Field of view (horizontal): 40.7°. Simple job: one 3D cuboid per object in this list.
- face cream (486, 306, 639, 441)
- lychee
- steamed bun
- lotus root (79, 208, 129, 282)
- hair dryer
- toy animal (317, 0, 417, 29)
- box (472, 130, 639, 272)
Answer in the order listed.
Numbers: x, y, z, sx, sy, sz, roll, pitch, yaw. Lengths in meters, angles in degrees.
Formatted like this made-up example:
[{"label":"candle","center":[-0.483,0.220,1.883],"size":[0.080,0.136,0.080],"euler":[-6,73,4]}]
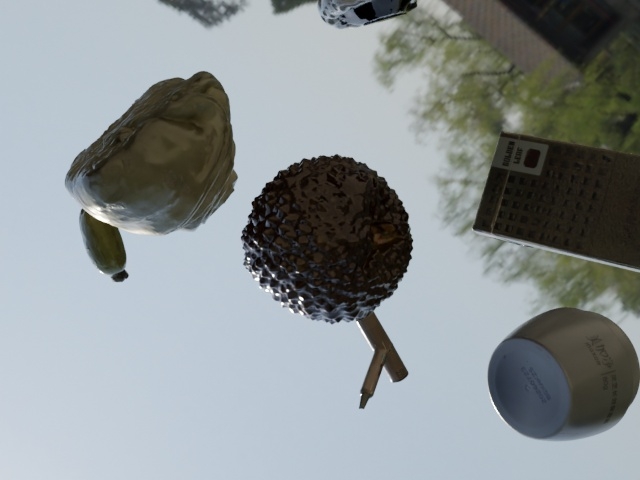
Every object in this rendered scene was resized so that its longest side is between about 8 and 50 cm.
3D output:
[{"label":"face cream","center":[0.215,0.120,0.768],"size":[0.104,0.117,0.117],"euler":[-8,-130,-38]},{"label":"lychee","center":[0.000,0.000,1.284],"size":[0.267,0.267,0.267],"euler":[35,-157,-17]},{"label":"steamed bun","center":[-0.275,-0.125,1.505],"size":[0.219,0.309,0.324],"euler":[50,156,-21]},{"label":"lotus root","center":[-0.446,0.008,1.778],"size":[0.090,0.077,0.183],"euler":[-135,29,-63]},{"label":"hair dryer","center":[0.115,0.303,2.084],"size":[0.195,0.054,0.220],"euler":[60,-141,-13]},{"label":"toy animal","center":[0.058,-0.381,1.113],"size":[0.208,0.156,0.204],"euler":[-67,-35,-85]},{"label":"box","center":[0.423,-0.062,1.393],"size":[0.325,0.180,0.047],"euler":[15,176,31]}]
